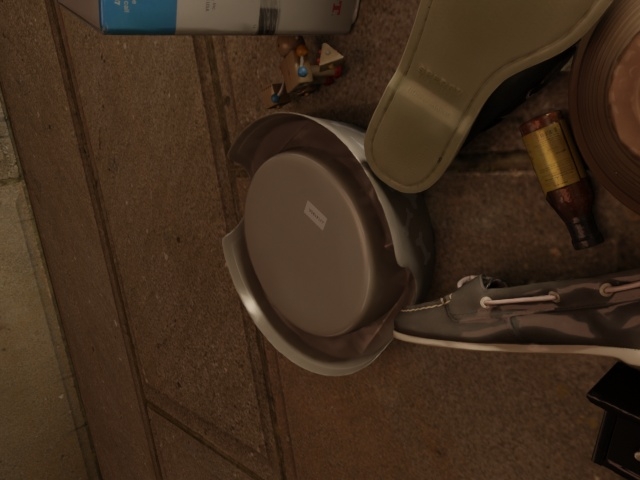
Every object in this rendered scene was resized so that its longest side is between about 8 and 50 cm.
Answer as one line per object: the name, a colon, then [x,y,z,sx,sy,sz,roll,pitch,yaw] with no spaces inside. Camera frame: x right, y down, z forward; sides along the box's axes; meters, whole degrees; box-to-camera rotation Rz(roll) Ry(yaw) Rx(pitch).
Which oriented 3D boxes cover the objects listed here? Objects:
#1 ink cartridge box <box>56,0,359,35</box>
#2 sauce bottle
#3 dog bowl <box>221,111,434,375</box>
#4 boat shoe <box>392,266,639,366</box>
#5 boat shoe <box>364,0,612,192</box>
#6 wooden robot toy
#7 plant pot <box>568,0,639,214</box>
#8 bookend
ink cartridge box: [-0.097,-0.336,0.542,0.129,0.307,0.223,37,129,37]
sauce bottle: [0.223,-0.054,0.493,0.042,0.042,0.128,-21,86,50]
dog bowl: [0.000,0.000,0.721,0.349,0.102,0.348,21,119,42]
boat shoe: [0.216,0.060,0.508,0.335,0.112,0.095,-4,84,44]
boat shoe: [0.156,-0.182,0.469,0.127,0.113,0.340,37,139,10]
wooden robot toy: [-0.027,-0.229,0.679,0.173,0.076,0.079,-11,97,64]
plant pot: [0.277,-0.106,0.363,0.237,0.110,0.237,20,118,42]
bookend: [0.313,0.218,0.474,0.157,0.072,0.156,24,122,42]
